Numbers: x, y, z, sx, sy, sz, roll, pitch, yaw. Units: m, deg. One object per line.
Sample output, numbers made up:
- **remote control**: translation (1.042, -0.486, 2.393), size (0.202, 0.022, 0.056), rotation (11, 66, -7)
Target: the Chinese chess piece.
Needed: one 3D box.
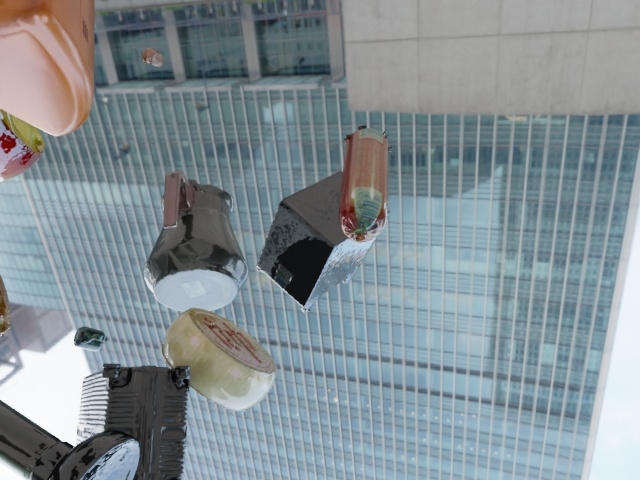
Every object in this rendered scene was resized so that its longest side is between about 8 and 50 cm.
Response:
- **Chinese chess piece**: translation (-0.228, 0.267, 1.253), size (0.112, 0.270, 0.270), rotation (-54, -144, 1)

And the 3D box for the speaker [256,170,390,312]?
- **speaker**: translation (0.000, 0.000, 1.332), size (0.184, 0.254, 0.232), rotation (41, -136, 18)

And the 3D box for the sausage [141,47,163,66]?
- **sausage**: translation (-0.404, -0.441, 1.323), size (0.036, 0.042, 0.158), rotation (-41, -163, 5)

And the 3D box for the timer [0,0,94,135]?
- **timer**: translation (-0.355, -0.289, 0.666), size (0.161, 0.257, 0.250), rotation (-6, 167, 1)

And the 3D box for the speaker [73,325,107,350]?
- **speaker**: translation (-0.641, 0.280, 1.538), size (0.075, 0.060, 0.094), rotation (25, 172, -36)

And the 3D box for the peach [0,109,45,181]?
- **peach**: translation (-0.709, -0.238, 1.056), size (0.242, 0.306, 0.380), rotation (-35, -172, -19)

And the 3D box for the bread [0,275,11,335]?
- **bread**: translation (-0.787, 0.135, 1.084), size (0.312, 0.172, 0.312), rotation (1, -173, 0)

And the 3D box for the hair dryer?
- **hair dryer**: translation (-0.425, 0.266, 0.657), size (0.320, 0.155, 0.284), rotation (23, -178, 7)

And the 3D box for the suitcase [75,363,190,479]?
- **suitcase**: translation (-0.362, 0.349, 1.015), size (0.152, 0.229, 0.335), rotation (10, 160, -29)

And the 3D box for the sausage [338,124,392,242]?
- **sausage**: translation (0.064, -0.080, 0.816), size (0.083, 0.083, 0.264), rotation (-1, -143, 9)

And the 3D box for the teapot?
- **teapot**: translation (-0.389, -0.012, 1.673), size (0.306, 0.376, 0.361), rotation (-12, -127, 3)
